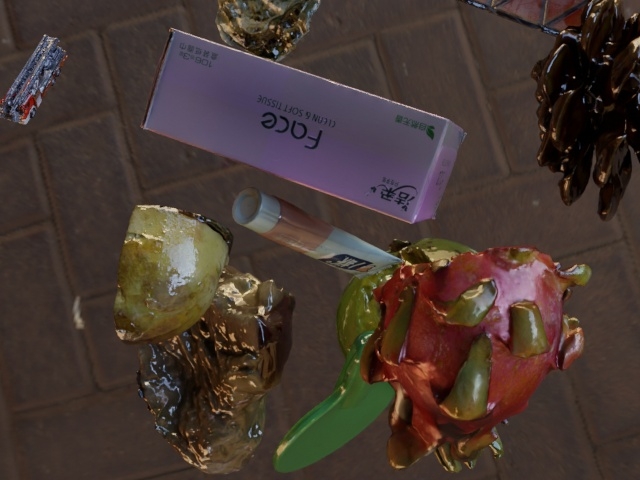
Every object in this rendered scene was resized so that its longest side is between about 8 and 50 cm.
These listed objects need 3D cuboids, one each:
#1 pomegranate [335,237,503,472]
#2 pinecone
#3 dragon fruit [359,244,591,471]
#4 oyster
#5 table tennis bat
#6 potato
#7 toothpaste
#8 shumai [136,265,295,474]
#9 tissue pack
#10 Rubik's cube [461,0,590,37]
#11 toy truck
[{"bbox_3d":[0.147,0.142,1.261,0.236,0.236,0.301,-21,75,5],"label":"pomegranate"},{"bbox_3d":[0.347,-0.126,1.013,0.309,0.244,0.244,22,85,25],"label":"pinecone"},{"bbox_3d":[0.094,0.078,0.683,0.133,0.150,0.207,14,119,-20],"label":"dragon fruit"},{"bbox_3d":[-0.061,-0.294,1.120,0.125,0.064,0.177,11,112,-12],"label":"oyster"},{"bbox_3d":[0.025,0.169,1.034,0.160,0.257,0.039,-26,65,-29],"label":"table tennis bat"},{"bbox_3d":[-0.112,0.036,0.770,0.066,0.096,0.103,1,66,19],"label":"potato"},{"bbox_3d":[0.000,0.000,0.904,0.056,0.205,0.036,-17,63,33],"label":"toothpaste"},{"bbox_3d":[-0.118,0.168,1.519,0.283,0.217,0.346,-24,67,36],"label":"shumai"},{"bbox_3d":[-0.012,-0.096,0.853,0.246,0.148,0.092,21,97,12],"label":"tissue pack"},{"bbox_3d":[0.244,-0.332,1.151,0.211,0.190,0.178,-24,45,18],"label":"Rubik's cube"},{"bbox_3d":[-0.222,-0.120,0.760,0.024,0.032,0.083,20,60,2],"label":"toy truck"}]
